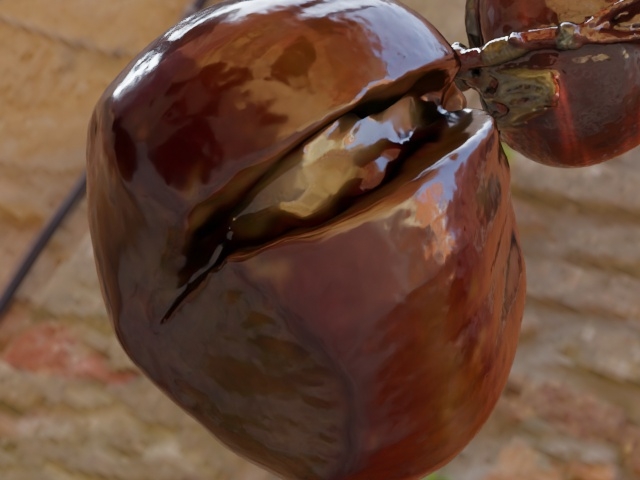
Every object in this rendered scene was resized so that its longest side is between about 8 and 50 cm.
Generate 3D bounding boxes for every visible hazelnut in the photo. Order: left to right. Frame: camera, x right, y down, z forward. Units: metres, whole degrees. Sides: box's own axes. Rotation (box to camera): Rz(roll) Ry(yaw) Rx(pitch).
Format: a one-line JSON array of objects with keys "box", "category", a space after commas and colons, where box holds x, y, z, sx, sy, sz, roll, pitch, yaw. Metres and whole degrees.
[{"box": [0.000, 0.000, 0.975, 0.217, 0.217, 0.251, -19, -80, 49], "category": "hazelnut"}]

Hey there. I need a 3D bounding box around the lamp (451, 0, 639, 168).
[{"box": [0.185, -0.120, 1.291, 0.223, 0.151, 0.215, 8, 5, 4], "category": "lamp"}]
